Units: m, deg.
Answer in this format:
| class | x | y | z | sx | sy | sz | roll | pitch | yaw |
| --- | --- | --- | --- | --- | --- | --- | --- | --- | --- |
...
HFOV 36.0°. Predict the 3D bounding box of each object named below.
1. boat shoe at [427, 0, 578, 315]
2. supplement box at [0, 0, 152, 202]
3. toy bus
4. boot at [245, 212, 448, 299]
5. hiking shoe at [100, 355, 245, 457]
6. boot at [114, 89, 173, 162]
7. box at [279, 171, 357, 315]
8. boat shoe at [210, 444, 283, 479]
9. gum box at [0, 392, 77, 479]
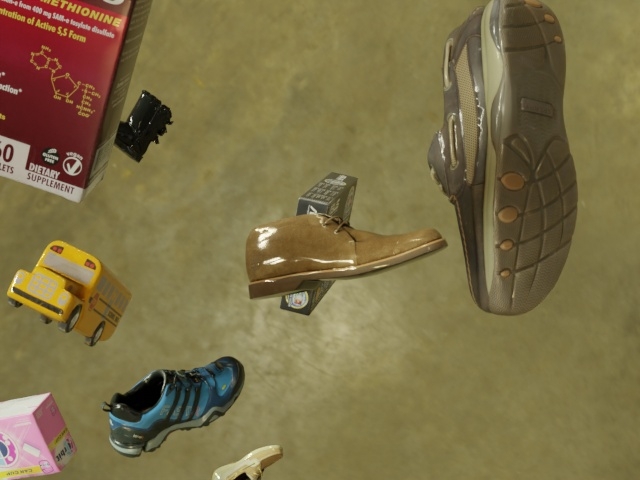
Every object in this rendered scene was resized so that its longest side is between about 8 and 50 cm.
| class | x | y | z | sx | sy | sz | roll | pitch | yaw |
| --- | --- | --- | --- | --- | --- | --- | --- | --- | --- |
| boat shoe | 0.196 | -0.091 | 1.089 | 0.130 | 0.132 | 0.356 | -11 | 71 | 54 |
| supplement box | -0.195 | -0.163 | 0.707 | 0.130 | 0.073 | 0.240 | 18 | 109 | -3 |
| toy bus | -0.417 | 0.093 | 1.671 | 0.108 | 0.333 | 0.130 | 26 | 78 | 6 |
| boot | 0.031 | 0.005 | 1.437 | 0.305 | 0.112 | 0.115 | -11 | 81 | 14 |
| hiking shoe | -0.268 | 0.296 | 1.885 | 0.304 | 0.132 | 0.113 | -30 | 45 | -33 |
| boot | -0.293 | -0.189 | 1.526 | 0.045 | 0.121 | 0.099 | 24 | 78 | 50 |
| box | 0.000 | 0.000 | 1.870 | 0.060 | 0.270 | 0.216 | 14 | 106 | 10 |
| boat shoe | -0.123 | 0.403 | 1.722 | 0.135 | 0.050 | 0.045 | -26 | 51 | -2 |
| gum box | -0.489 | 0.311 | 1.530 | 0.188 | 0.062 | 0.107 | -13 | 108 | 20 |
